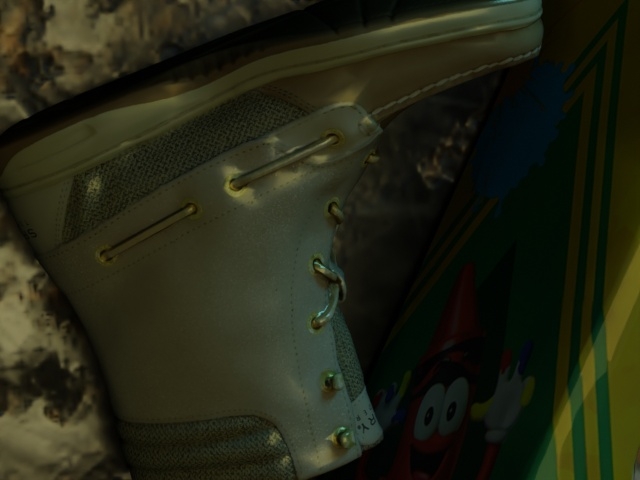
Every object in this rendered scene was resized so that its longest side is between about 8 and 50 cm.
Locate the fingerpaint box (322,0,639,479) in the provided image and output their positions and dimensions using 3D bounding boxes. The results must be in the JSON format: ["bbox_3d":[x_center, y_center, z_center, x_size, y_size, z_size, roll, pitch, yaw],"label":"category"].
[{"bbox_3d":[0.239,0.138,0.690,0.445,0.163,0.371,28,84,-22],"label":"fingerpaint box"}]

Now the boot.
[{"bbox_3d":[0.000,0.000,0.607,0.213,0.077,0.165,-19,104,6],"label":"boot"}]
